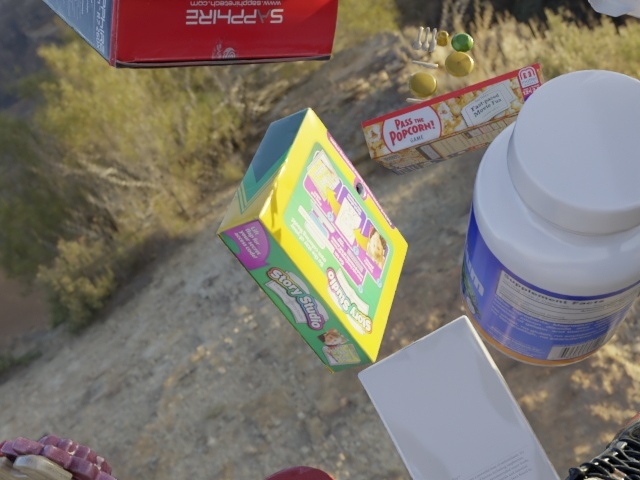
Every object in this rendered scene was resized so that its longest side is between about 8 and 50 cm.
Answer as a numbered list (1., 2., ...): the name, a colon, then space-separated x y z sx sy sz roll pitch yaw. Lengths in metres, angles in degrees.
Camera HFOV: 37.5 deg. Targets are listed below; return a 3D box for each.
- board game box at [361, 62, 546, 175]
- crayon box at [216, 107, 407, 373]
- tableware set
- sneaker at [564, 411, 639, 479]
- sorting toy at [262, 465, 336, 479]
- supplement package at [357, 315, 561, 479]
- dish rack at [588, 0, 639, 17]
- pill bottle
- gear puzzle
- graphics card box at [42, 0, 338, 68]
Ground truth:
1. board game box: 0.156 -0.128 1.036 0.194 0.045 0.147 -17 -7 13
2. crayon box: 0.000 0.000 1.689 0.106 0.363 0.313 -17 34 33
3. tableware set: 0.202 -0.285 1.578 0.104 0.024 0.154 9 71 5
4. sneaker: 0.313 0.267 0.983 0.098 0.135 0.276 22 55 35
5. sorting toy: 0.042 0.366 0.784 0.127 0.126 0.365 -32 51 1
6. supplement package: 0.207 0.282 1.342 0.178 0.292 0.175 -29 -16 5
7. dish rack: 0.353 -0.311 0.985 0.072 0.285 0.333 -47 37 -3
8. pill bottle: 0.192 -0.011 0.741 0.152 0.152 0.272 -35 -24 -12
9. gear puzzle: -0.206 0.195 0.720 0.339 0.175 0.044 -18 41 50
10. graphics card box: -0.173 -0.285 0.983 0.233 0.094 0.371 -9 32 -31
